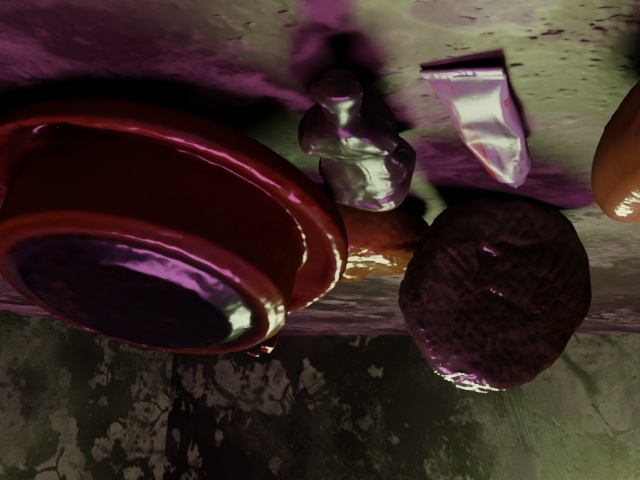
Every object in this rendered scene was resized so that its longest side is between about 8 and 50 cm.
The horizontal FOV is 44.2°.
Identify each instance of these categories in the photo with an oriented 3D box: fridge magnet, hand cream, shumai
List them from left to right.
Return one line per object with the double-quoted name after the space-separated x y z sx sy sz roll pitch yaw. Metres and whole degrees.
-0.154 -0.002 0.746 0.364 0.155 0.363 9 152 5 "fridge magnet"
0.174 0.064 0.951 0.272 0.222 0.204 0 176 -33 "shumai"
0.138 -0.089 0.642 0.052 0.038 0.216 -26 154 14 "hand cream"

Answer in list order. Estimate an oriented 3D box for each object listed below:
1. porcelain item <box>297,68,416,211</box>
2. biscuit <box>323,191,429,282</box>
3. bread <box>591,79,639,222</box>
0.022 -0.081 0.606 0.081 0.069 0.216 12 172 14 "porcelain item"
0.000 0.001 0.968 0.274 0.091 0.213 5 170 0 "biscuit"
0.260 -0.074 0.510 0.147 0.098 0.217 1 171 2 "bread"
